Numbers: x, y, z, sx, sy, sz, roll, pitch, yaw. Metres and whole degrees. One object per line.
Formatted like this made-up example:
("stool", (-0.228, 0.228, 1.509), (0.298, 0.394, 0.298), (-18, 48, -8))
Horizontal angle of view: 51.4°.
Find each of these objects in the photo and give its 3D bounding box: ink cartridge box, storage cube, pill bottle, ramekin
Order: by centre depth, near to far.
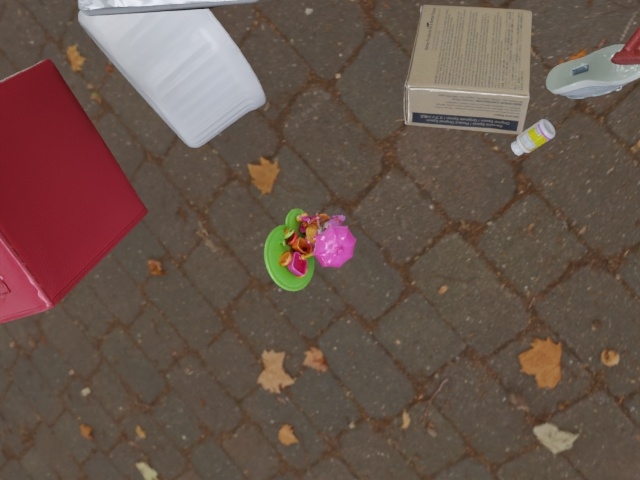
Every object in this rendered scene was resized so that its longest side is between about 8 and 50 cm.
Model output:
("storage cube", (-0.333, -0.042, 0.677), (0.183, 0.215, 0.193), (-16, 115, 26))
("ramekin", (-0.219, -0.267, 0.970), (0.135, 0.277, 0.277), (-42, 80, -4))
("ink cartridge box", (0.250, -0.292, 1.115), (0.193, 0.235, 0.088), (7, 143, 12))
("pill bottle", (0.424, -0.204, 1.332), (0.083, 0.043, 0.043), (-36, 86, 44))

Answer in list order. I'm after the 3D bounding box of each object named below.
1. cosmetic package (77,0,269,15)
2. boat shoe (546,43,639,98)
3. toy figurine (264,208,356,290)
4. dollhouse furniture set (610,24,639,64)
("cosmetic package", (-0.074, -0.213, 0.424), (0.107, 0.238, 0.127), (-4, 108, 2))
("boat shoe", (0.569, -0.335, 1.343), (0.227, 0.081, 0.079), (2, 81, 58))
("toy figurine", (0.000, 0.000, 1.240), (0.159, 0.173, 0.130), (-16, 137, 42))
("dollhouse furniture set", (0.648, -0.346, 0.980), (0.201, 0.152, 0.374), (38, 91, -24))
